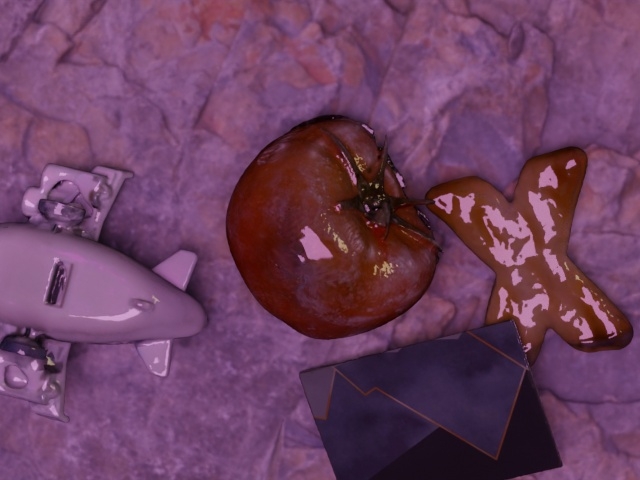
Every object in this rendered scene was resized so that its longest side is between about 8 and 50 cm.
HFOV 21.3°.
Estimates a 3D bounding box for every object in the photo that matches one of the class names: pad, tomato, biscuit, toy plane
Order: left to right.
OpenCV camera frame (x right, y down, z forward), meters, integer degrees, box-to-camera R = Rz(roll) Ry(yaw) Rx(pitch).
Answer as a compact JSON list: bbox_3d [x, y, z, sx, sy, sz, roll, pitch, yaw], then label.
[{"bbox_3d":[-0.244,0.051,1.717,0.267,0.122,0.266,0,83,4],"label":"toy plane"},{"bbox_3d":[0.000,0.000,1.642,0.181,0.155,0.214,-36,91,30],"label":"tomato"},{"bbox_3d":[0.109,0.181,1.725,0.243,0.004,0.163,-16,99,24],"label":"pad"},{"bbox_3d":[0.207,0.024,1.682,0.164,0.047,0.208,-15,99,10],"label":"biscuit"}]
